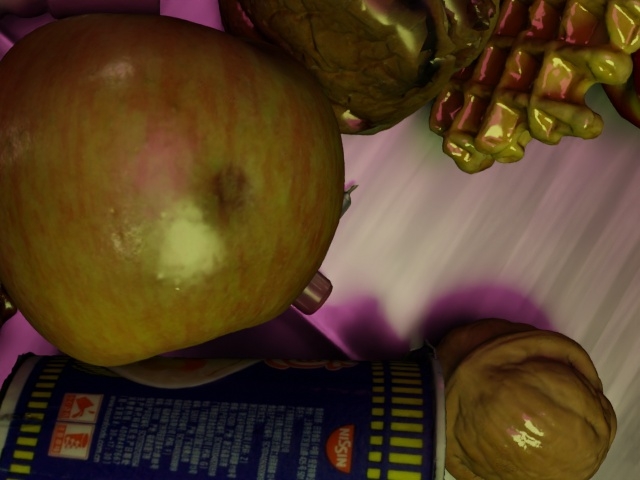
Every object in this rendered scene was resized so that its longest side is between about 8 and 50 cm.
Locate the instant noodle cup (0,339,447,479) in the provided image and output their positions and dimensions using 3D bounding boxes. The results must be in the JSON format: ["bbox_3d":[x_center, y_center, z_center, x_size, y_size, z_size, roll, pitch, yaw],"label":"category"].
[{"bbox_3d":[-0.081,0.196,0.812,0.312,0.284,0.284,7,94,-1],"label":"instant noodle cup"}]

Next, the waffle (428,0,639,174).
[{"bbox_3d":[0.164,-0.148,0.823,0.057,0.229,0.219,23,95,-26],"label":"waffle"}]

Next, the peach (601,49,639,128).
[{"bbox_3d":[0.330,-0.181,0.860,0.226,0.190,0.196,-22,92,-8],"label":"peach"}]

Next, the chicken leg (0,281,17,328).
[{"bbox_3d":[-0.351,0.136,0.846,0.113,0.093,0.304,36,94,-21],"label":"chicken leg"}]

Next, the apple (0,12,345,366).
[{"bbox_3d":[-0.114,-0.033,0.776,0.264,0.264,0.264,-1,95,-8],"label":"apple"}]

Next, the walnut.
[{"bbox_3d":[0.159,0.139,0.883,0.166,0.166,0.149,39,97,-10],"label":"walnut"}]

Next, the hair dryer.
[{"bbox_3d":[0.000,0.000,0.909,0.063,0.037,0.114,38,82,-12],"label":"hair dryer"}]

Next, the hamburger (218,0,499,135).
[{"bbox_3d":[0.022,-0.169,0.817,0.183,0.206,0.130,43,45,-13],"label":"hamburger"}]

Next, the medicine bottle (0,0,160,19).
[{"bbox_3d":[-0.274,-0.256,0.753,0.325,0.212,0.212,-1,95,-9],"label":"medicine bottle"}]
